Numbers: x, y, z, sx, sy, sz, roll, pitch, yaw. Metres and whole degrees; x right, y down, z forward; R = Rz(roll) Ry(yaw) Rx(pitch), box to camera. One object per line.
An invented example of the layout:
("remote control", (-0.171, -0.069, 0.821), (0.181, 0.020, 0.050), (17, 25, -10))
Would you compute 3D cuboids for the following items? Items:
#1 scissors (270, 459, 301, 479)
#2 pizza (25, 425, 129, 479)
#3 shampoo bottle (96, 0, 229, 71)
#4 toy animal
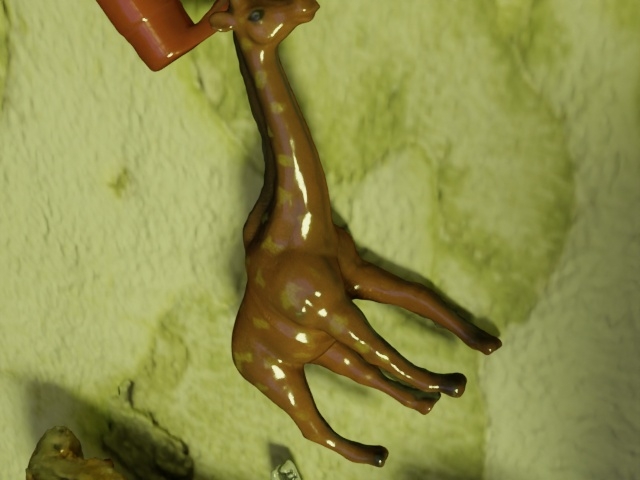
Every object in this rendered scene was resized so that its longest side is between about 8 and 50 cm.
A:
("scissors", (-0.006, 0.222, 0.834), (0.085, 0.022, 0.176), (8, 124, 36))
("pizza", (-0.080, 0.262, 0.857), (0.226, 0.086, 0.335), (-27, 101, 46))
("shampoo bottle", (-0.140, -0.197, 0.629), (0.085, 0.085, 0.244), (-28, 103, 40))
("toy animal", (0.000, 0.000, 0.669), (0.230, 0.066, 0.224), (40, 128, 0))
